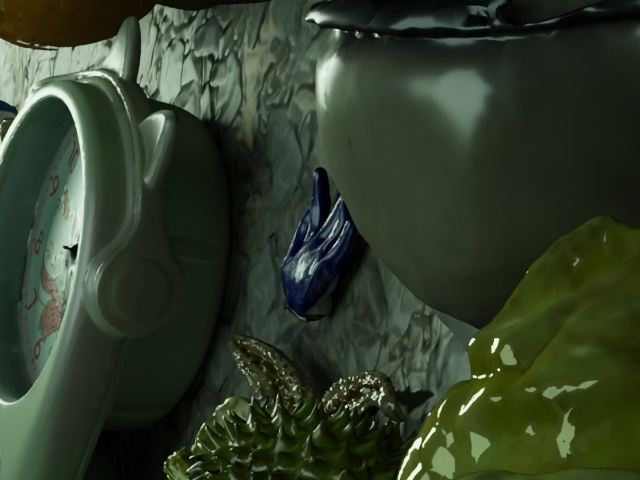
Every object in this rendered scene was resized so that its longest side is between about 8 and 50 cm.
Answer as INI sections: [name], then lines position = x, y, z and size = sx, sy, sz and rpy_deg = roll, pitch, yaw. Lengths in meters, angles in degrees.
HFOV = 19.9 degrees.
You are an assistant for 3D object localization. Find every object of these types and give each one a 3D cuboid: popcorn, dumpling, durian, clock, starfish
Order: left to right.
[clock]
position = -0.154, 0.019, 1.248
size = 0.324, 0.108, 0.265
rpy_deg = -64, 30, 29
[starfish]
position = -0.006, 0.122, 0.990
size = 0.238, 0.057, 0.213
rpy_deg = -104, 32, -46
[durian]
position = 0.014, 0.156, 0.811
size = 0.146, 0.159, 0.198
rpy_deg = 12, -117, -76
[dumpling]
position = 0.082, -0.027, 0.753
size = 0.293, 0.163, 0.204
rpy_deg = 20, 96, 51
[popcorn]
position = 0.112, 0.114, 0.581
size = 0.181, 0.217, 0.235
rpy_deg = 30, 142, 48

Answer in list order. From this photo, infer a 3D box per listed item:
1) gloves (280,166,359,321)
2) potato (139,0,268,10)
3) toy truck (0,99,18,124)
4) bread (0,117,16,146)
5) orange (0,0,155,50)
[gloves]
position = 0.000, 0.000, 1.042
size = 0.086, 0.026, 0.064
rpy_deg = -68, 28, 25
[potato]
position = -0.006, -0.268, 0.964
size = 0.351, 0.202, 0.218
rpy_deg = -52, 25, 22
[toy truck]
position = -0.280, -0.080, 1.589
size = 0.090, 0.056, 0.073
rpy_deg = 36, 119, 46
[bread]
position = -0.232, -0.046, 1.459
size = 0.077, 0.070, 0.083
rpy_deg = -105, 33, -41
[orange]
position = -0.188, -0.245, 1.287
size = 0.219, 0.193, 0.219
rpy_deg = 8, 107, 29
